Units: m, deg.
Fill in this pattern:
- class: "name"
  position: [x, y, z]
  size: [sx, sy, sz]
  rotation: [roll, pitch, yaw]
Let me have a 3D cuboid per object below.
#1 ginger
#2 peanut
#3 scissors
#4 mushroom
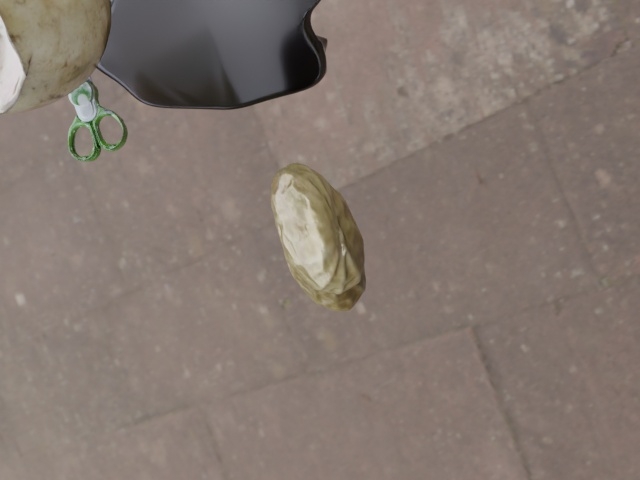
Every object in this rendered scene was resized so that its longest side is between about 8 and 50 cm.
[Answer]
- class: "ginger"
  position: [-0.183, -0.388, 1.673]
  size: [0.211, 0.413, 0.358]
  rotation: [-90, 7, -52]
- class: "peanut"
  position: [0.000, 0.000, 1.559]
  size: [0.233, 0.110, 0.196]
  rotation: [79, 168, -68]
- class: "scissors"
  position: [-0.378, -0.229, 1.775]
  size: [0.101, 0.027, 0.204]
  rotation: [-22, 81, 12]
- class: "mushroom"
  position: [-0.328, -0.260, 1.195]
  size: [0.195, 0.189, 0.253]
  rotation: [-26, 88, 47]
